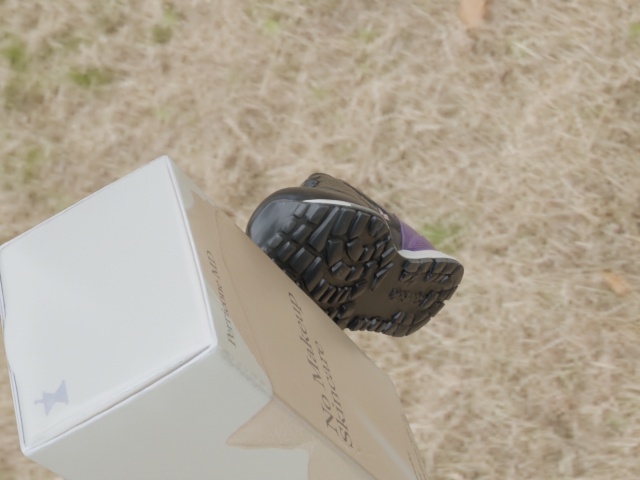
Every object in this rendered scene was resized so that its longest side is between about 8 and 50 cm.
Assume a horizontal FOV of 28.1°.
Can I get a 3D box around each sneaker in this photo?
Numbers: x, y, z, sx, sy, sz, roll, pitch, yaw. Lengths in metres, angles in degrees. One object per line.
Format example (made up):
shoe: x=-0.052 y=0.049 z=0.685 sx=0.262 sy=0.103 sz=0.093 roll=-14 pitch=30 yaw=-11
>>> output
sneaker: x=0.000 y=0.000 z=0.999 sx=0.107 sy=0.283 sz=0.124 roll=-49 pitch=63 yaw=8

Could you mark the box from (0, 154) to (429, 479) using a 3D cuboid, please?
box: x=-0.049 y=0.103 z=0.776 sx=0.121 sy=0.311 sz=0.148 roll=-29 pitch=51 yaw=12
